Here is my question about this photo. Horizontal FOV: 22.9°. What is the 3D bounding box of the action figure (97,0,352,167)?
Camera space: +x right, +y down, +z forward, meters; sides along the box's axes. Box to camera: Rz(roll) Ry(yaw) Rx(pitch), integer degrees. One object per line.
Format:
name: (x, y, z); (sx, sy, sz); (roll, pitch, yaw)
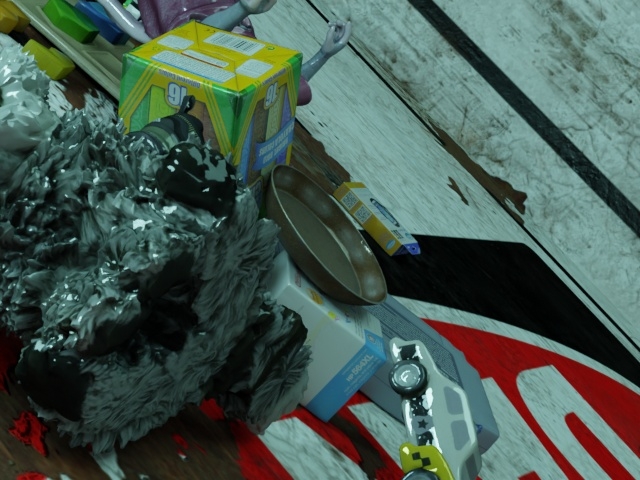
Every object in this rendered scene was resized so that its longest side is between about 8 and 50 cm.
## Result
action figure: (-0.130, -0.216, 1.684); (0.248, 0.276, 0.370); (36, 32, -56)

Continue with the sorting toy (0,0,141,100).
sorting toy: (-0.259, -0.220, 1.804); (0.229, 0.041, 0.307); (45, 15, 6)

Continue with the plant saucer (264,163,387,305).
plant saucer: (0.000, 0.000, 1.518); (0.168, 0.029, 0.168); (46, 18, -20)

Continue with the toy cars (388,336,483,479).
toy cars: (0.120, 0.218, 1.373); (0.393, 0.087, 0.176); (-90, 167, -69)

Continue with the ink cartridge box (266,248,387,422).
ink cartridge box: (-0.021, 0.083, 1.504); (0.143, 0.090, 0.092); (39, 16, -18)

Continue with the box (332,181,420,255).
box: (0.081, -0.025, 2.183); (0.136, 0.028, 0.081); (49, 16, 12)

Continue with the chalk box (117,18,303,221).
chalk box: (-0.112, -0.084, 1.528); (0.132, 0.213, 0.132); (19, 30, 21)

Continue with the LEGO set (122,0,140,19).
LEGO set: (-0.240, -0.336, 1.997); (0.087, 0.093, 0.227); (39, 6, -11)

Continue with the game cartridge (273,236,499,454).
game cartridge: (0.067, 0.115, 1.723); (0.294, 0.060, 0.196); (38, 13, -20)

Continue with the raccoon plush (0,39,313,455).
raccoon plush: (-0.201, 0.018, 1.202); (0.299, 0.216, 0.446); (35, -19, 22)

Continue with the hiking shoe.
hiking shoe: (-0.096, -0.013, 1.400); (0.114, 0.086, 0.226); (-42, 122, -42)
